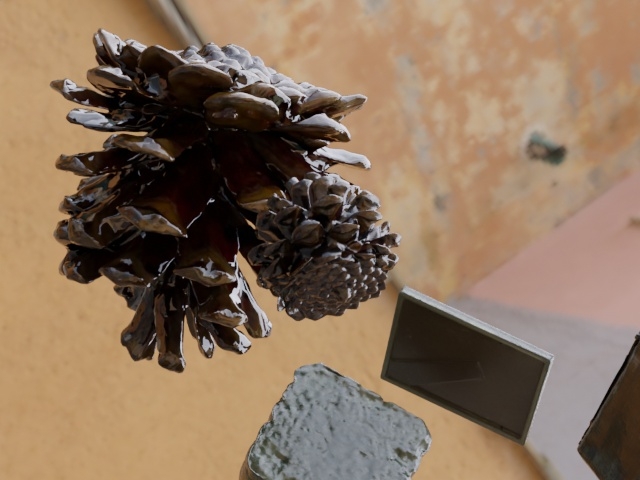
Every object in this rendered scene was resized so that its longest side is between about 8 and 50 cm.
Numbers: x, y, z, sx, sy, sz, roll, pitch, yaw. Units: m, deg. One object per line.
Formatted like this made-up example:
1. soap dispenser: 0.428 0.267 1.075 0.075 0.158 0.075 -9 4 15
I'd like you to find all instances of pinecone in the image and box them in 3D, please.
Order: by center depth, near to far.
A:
1. pinecone: 0.000 0.001 1.304 0.140 0.140 0.120 90 -16 -52
2. pinecone: -0.133 -0.034 1.564 0.384 0.384 0.384 44 -26 28

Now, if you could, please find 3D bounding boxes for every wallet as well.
1. wallet: 0.518 0.258 2.298 0.169 0.044 0.317 53 -54 50

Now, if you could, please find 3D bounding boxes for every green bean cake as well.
1. green bean cake: 0.014 0.258 1.723 0.185 0.183 0.094 32 -36 1

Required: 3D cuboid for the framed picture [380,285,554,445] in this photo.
1. framed picture: 0.175 0.154 1.779 0.203 0.015 0.150 24 -50 18
